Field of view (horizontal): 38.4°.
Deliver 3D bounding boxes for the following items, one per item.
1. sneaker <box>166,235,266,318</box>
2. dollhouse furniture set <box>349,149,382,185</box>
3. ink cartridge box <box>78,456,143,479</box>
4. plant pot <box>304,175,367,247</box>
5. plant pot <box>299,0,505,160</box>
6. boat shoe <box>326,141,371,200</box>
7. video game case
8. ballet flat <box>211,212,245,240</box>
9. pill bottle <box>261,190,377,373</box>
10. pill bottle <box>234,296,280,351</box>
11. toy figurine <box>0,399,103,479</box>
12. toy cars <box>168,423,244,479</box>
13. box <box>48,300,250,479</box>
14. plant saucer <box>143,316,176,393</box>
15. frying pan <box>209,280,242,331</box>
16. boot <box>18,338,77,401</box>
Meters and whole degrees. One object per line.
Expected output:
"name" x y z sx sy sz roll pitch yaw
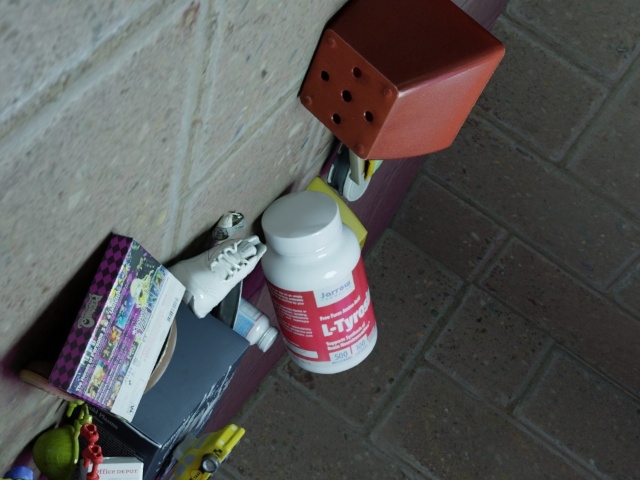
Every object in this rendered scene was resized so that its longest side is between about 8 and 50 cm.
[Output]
"sneaker" -0.188 0.048 1.684 0.129 0.111 0.297 -36 -174 17
"dollhouse furniture set" 0.168 -0.257 2.065 0.197 0.151 0.301 -46 150 -27
"ink cartridge box" -0.360 0.441 1.567 0.056 0.099 0.135 -5 -99 63
"plant pot" 0.000 0.000 2.355 0.212 0.187 0.212 -52 171 -15
"plant pot" 0.120 -0.298 1.675 0.236 0.267 0.267 -32 159 -38
"boat shoe" 0.090 -0.245 2.224 0.114 0.091 0.302 -11 128 -54
"video game case" -0.291 0.134 1.353 0.210 0.042 0.232 59 48 -64
"ballet flat" -0.178 -0.032 1.770 0.041 0.041 0.114 -58 171 24
"pill bottle" -0.007 0.095 2.126 0.229 0.229 0.407 -49 140 -36
"pill bottle" -0.180 0.196 2.216 0.087 0.160 0.087 -52 171 -11
"toy figurine" -0.472 0.379 1.447 0.362 0.217 0.191 51 -50 54
"toy cars" -0.251 0.446 1.824 0.176 0.087 0.393 -48 175 -24
"box" -0.336 0.340 1.812 0.343 0.179 0.312 -49 169 -52
"plant saucer" -0.297 0.186 1.522 0.199 0.036 0.198 -31 -138 33
"frying pan" -0.214 0.134 1.977 0.326 0.053 0.197 127 -32 -60
"boot" -0.349 0.132 1.387 0.248 0.090 0.206 41 70 -77
